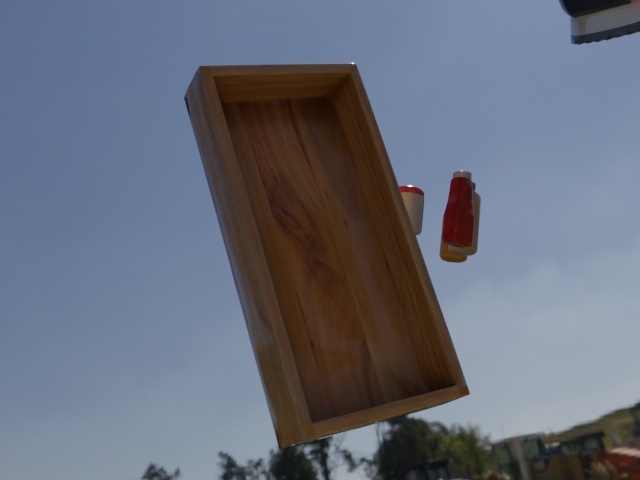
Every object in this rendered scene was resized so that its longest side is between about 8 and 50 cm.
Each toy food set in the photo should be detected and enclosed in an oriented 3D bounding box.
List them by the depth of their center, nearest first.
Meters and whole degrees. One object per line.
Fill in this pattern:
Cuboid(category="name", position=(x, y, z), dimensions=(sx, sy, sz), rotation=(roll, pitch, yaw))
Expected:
Cuboid(category="toy food set", position=(0.140, -0.044, 1.048), dimensions=(0.232, 0.104, 0.111), rotation=(16, -14, -38))

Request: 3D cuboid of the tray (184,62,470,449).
Cuboid(category="tray", position=(0.000, 0.000, 0.884), dimensions=(0.203, 0.410, 0.076), rotation=(-8, -19, -29))

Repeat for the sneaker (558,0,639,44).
Cuboid(category="sneaker", position=(0.271, -0.223, 0.514), dimensions=(0.112, 0.131, 0.319), rotation=(-24, 10, -30))
